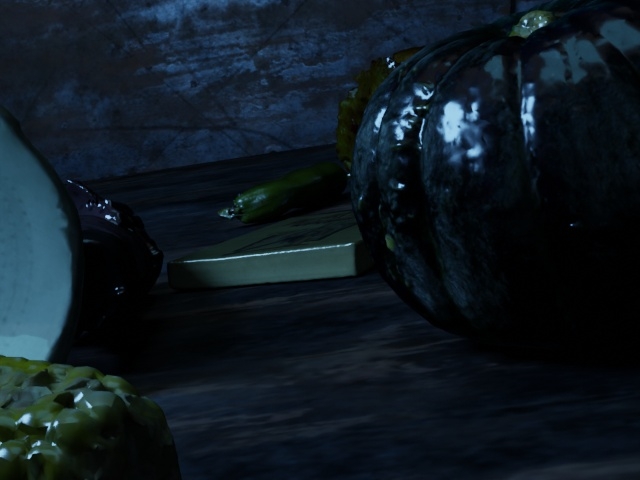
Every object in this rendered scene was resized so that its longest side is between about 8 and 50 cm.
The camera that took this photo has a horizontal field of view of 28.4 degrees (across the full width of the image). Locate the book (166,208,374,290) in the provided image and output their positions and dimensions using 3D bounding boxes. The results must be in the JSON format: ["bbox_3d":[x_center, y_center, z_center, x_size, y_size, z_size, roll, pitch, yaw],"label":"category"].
[{"bbox_3d":[0.000,0.000,1.024,0.161,0.026,0.231,-6,7,23],"label":"book"}]

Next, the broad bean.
[{"bbox_3d":[-0.023,-0.057,1.419,0.065,0.046,0.254,-20,2,30],"label":"broad bean"}]

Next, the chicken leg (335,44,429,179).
[{"bbox_3d":[0.140,-0.106,1.096,0.211,0.140,0.361,16,-11,-33],"label":"chicken leg"}]

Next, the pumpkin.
[{"bbox_3d":[0.123,-0.035,0.615,0.220,0.162,0.220,-20,8,3],"label":"pumpkin"}]

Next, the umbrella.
[{"bbox_3d":[-0.151,0.018,0.839,0.090,0.094,0.326,35,-1,-9],"label":"umbrella"}]

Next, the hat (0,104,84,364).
[{"bbox_3d":[-0.269,0.018,0.653,0.301,0.258,0.168,11,-19,3],"label":"hat"}]

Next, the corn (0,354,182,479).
[{"bbox_3d":[-0.177,0.074,0.409,0.319,0.097,0.097,-2,10,33],"label":"corn"}]
